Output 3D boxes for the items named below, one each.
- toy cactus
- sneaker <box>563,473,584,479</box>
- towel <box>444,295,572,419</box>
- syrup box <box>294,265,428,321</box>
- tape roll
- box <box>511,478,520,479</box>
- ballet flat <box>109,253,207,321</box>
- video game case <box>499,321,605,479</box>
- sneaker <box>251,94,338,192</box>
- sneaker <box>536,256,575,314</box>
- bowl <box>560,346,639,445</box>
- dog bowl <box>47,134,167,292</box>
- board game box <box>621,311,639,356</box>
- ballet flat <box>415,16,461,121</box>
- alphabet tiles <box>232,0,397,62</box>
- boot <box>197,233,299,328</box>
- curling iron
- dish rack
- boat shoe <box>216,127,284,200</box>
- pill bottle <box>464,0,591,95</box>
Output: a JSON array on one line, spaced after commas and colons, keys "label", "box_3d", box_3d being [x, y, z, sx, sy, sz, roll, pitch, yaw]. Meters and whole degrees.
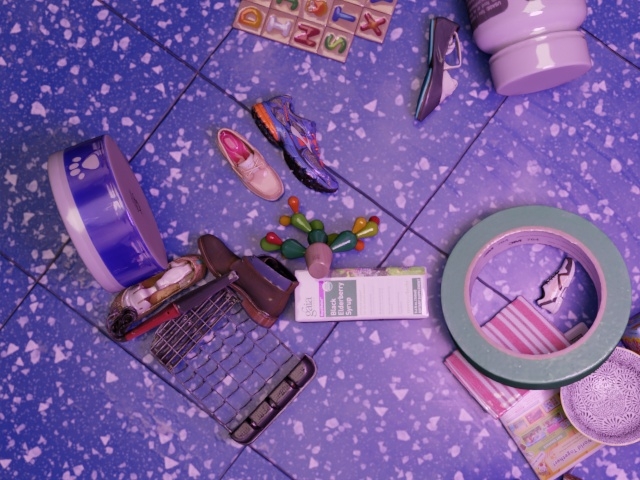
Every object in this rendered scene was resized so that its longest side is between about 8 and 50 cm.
[{"label": "toy cactus", "box_3d": [0.000, 0.000, 1.535, 0.219, 0.180, 0.112, 1, 119, -1]}, {"label": "sneaker", "box_3d": [0.503, 0.496, 1.536, 0.192, 0.064, 0.086, 26, 95, 4]}, {"label": "towel", "box_3d": [0.342, 0.210, 1.561, 0.197, 0.029, 0.144, -39, 69, -6]}, {"label": "syrup box", "box_3d": [0.072, 0.099, 1.562, 0.237, 0.096, 0.093, -2, 83, 1]}, {"label": "tape roll", "box_3d": [0.374, 0.098, 1.515, 0.322, 0.077, 0.321, -4, 70, 12]}, {"label": "box", "box_3d": [0.346, 0.561, 1.449, 0.127, 0.231, 0.261, -18, 86, 0]}, {"label": "ballet flat", "box_3d": [-0.306, 0.086, 1.591, 0.206, 0.067, 0.073, -35, 84, -1]}, {"label": "video game case", "box_3d": [0.441, 0.295, 1.569, 0.227, 0.026, 0.206, -33, 85, -2]}, {"label": "sneaker", "box_3d": [-0.034, -0.182, 1.599, 0.087, 0.083, 0.221, -37, 89, -9]}, {"label": "sneaker", "box_3d": [0.431, 0.078, 1.579, 0.044, 0.040, 0.109, 24, 86, 6]}, {"label": "bowl", "box_3d": [0.504, 0.275, 1.507, 0.170, 0.080, 0.170, -4, 71, 11]}, {"label": "dog bowl", "box_3d": [-0.367, -0.047, 1.505, 0.104, 0.265, 0.264, -23, 85, -2]}, {"label": "board game box", "box_3d": [0.663, 0.236, 1.507, 0.144, 0.142, 0.275, -30, 85, 0]}, {"label": "ballet flat", "box_3d": [0.225, -0.317, 1.605, 0.074, 0.074, 0.203, 10, 84, 3]}, {"label": "alphabet tiles", "box_3d": [-0.017, -0.507, 1.656, 0.343, 0.011, 0.285, 18, 87, 3]}, {"label": "boot", "box_3d": [-0.128, 0.044, 1.558, 0.219, 0.082, 0.106, 48, 115, 17]}, {"label": "curling iron", "box_3d": [-0.268, 0.115, 1.541, 0.274, 0.035, 0.068, -22, 122, 13]}, {"label": "dish rack", "box_3d": [-0.166, 0.217, 1.576, 0.271, 0.074, 0.208, 43, 87, 6]}, {"label": "boat shoe", "box_3d": [-0.136, -0.143, 1.607, 0.063, 0.059, 0.170, -44, 85, -2]}, {"label": "pill bottle", "box_3d": [0.356, -0.457, 1.542, 0.204, 0.204, 0.360, -12, 85, 1]}]
